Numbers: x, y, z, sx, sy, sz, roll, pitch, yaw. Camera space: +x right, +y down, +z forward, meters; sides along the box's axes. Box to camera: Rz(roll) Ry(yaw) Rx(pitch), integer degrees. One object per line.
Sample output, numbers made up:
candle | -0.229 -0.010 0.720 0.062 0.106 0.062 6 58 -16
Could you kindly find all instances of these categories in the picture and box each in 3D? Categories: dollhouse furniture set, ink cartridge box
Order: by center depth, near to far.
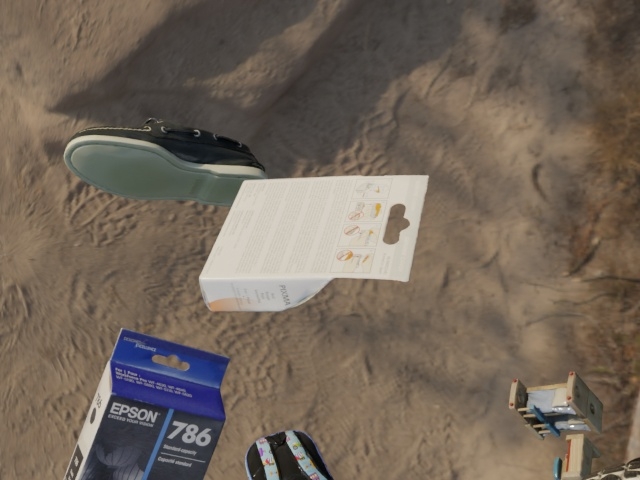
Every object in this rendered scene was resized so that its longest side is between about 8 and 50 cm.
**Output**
ink cartridge box | 0.000 0.000 0.758 0.179 0.145 0.045 1 130 15
ink cartridge box | -0.235 0.293 1.121 0.165 0.065 0.333 19 92 -26
dollhouse furniture set | 0.428 0.356 1.592 0.129 0.129 0.184 45 46 -31

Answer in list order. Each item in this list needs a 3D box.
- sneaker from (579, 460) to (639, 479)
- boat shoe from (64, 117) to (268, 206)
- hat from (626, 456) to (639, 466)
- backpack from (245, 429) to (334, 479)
sneaker | 0.278 0.216 0.697 0.068 0.170 0.071 5 75 -64
boat shoe | -0.244 -0.141 1.391 0.340 0.127 0.113 5 52 -28
hat | 0.632 0.556 1.552 0.331 0.331 0.134 23 115 -18
backpack | -0.062 0.455 1.639 0.158 0.117 0.173 -16 50 -17
